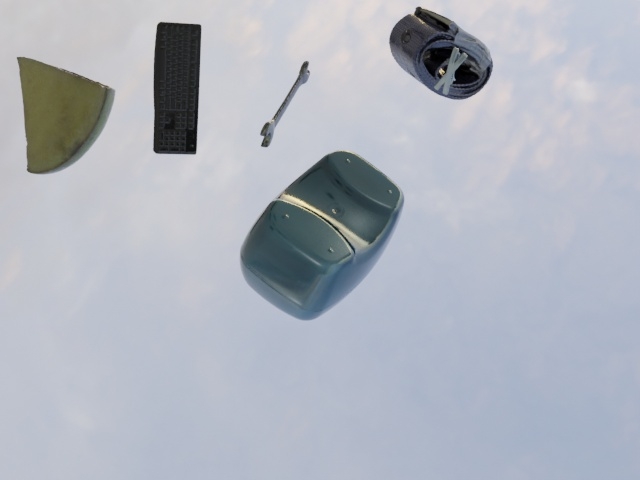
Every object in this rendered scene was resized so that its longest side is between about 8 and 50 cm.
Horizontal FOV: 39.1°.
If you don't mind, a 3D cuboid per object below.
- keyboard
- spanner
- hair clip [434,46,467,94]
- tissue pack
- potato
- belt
[{"bbox_3d":[-0.297,-0.369,1.883,0.041,0.103,0.381,-157,-113,-69],"label":"keyboard"},{"bbox_3d":[-0.065,-0.267,1.741,0.015,0.054,0.254,16,-133,11],"label":"spanner"},{"bbox_3d":[0.247,-0.322,1.686,0.030,0.115,0.039,29,-115,3],"label":"hair clip"},{"bbox_3d":[0.000,0.000,1.532,0.198,0.206,0.287,35,-132,9],"label":"tissue pack"},{"bbox_3d":[-0.623,-0.276,2.140,0.269,0.112,0.255,22,-85,19],"label":"potato"},{"bbox_3d":[0.241,-0.380,1.823,0.139,0.230,0.126,-57,-134,18],"label":"belt"}]
